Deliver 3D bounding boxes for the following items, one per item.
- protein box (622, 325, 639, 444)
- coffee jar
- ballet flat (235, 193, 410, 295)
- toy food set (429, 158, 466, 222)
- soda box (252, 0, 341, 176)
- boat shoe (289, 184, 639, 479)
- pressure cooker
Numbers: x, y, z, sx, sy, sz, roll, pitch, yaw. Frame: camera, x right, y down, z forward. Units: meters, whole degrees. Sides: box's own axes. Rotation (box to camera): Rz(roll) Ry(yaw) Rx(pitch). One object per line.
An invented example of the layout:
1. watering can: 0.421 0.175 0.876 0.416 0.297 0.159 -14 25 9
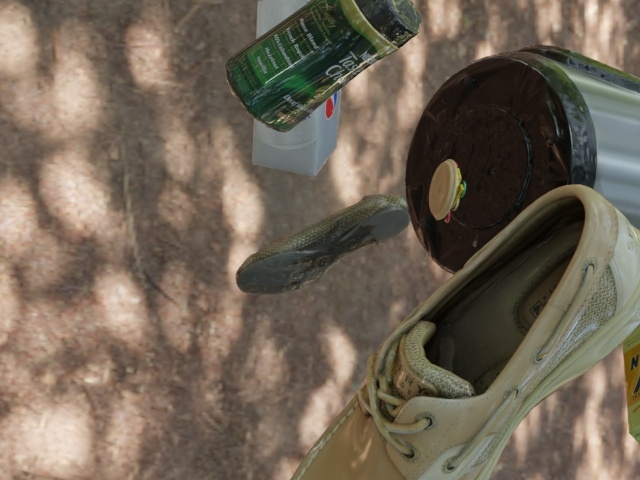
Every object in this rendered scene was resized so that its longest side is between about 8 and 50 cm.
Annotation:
1. protein box: 0.488 0.202 1.354 0.200 0.136 0.201 44 30 -16
2. coffee jar: 0.004 -0.187 1.060 0.096 0.184 0.079 19 40 -60
3. ballet flat: 0.000 0.000 1.453 0.084 0.250 0.058 53 14 -48
4. toy food set: 0.164 -0.065 1.441 0.082 0.020 0.083 -95 -158 -44
5. soda box: -0.025 -0.231 1.378 0.098 0.091 0.286 -56 155 -55
6. boat shoe: 0.076 0.098 0.748 0.341 0.121 0.110 -49 138 7
7. pressure cooker: 0.389 -0.091 1.751 0.420 0.375 0.370 7 48 -38
